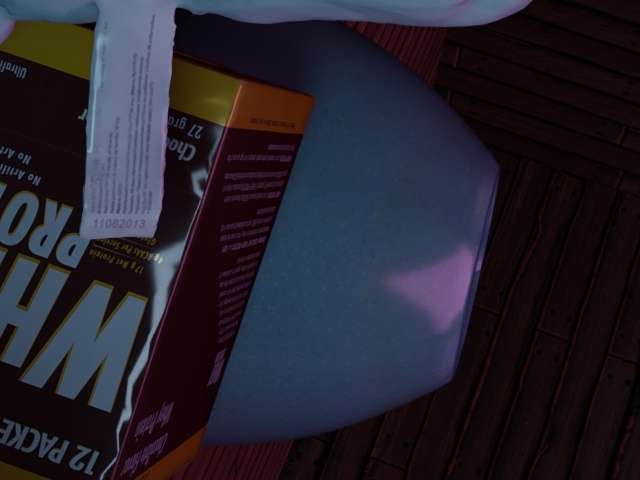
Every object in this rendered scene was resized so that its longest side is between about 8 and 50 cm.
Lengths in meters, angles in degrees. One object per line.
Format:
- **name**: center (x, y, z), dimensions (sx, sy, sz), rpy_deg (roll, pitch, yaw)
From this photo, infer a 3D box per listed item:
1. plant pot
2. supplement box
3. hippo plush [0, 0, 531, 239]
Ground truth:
- **plant pot**: center (0.000, 0.000, 0.988), dimensions (0.290, 0.195, 0.290), rpy_deg (13, 90, -83)
- **supplement box**: center (-0.105, 0.004, 0.723), dimensions (0.191, 0.129, 0.194), rpy_deg (-21, 130, -81)
- **hippo plush**: center (-0.006, -0.167, 0.584), dimensions (0.236, 0.234, 0.294), rpy_deg (-55, 163, -63)
